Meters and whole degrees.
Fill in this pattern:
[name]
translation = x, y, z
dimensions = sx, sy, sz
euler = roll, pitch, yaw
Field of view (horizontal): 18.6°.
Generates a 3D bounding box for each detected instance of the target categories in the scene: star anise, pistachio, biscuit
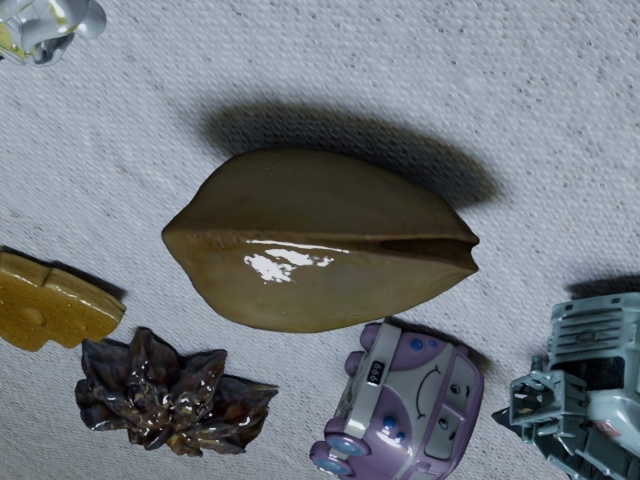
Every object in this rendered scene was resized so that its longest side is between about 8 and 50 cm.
[star anise]
translation = -0.177, 0.197, 2.284
dimensions = 0.236, 0.109, 0.223
euler = -9, 150, 42
[pistachio]
translation = 0.000, 0.000, 1.664
dimensions = 0.260, 0.163, 0.212
euler = -2, -176, 32
[biscuit]
translation = -0.314, 0.063, 2.158
dimensions = 0.238, 0.041, 0.212
euler = 4, 147, 27

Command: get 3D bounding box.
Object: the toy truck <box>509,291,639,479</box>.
[toy truck]
translation = 0.317, 0.173, 1.795
dimensions = 0.338, 0.184, 0.133
euler = 34, 150, -34

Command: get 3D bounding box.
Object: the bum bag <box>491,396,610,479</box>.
[bum bag]
translation = 0.282, 0.199, 1.996
dimensions = 0.137, 0.074, 0.310
euler = -17, 146, 23

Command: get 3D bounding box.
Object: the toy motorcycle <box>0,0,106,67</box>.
[toy motorcycle]
translation = -0.240, -0.192, 1.510
dimensions = 0.151, 0.074, 0.229
euler = 13, 155, 3

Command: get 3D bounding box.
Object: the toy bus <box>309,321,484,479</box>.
[toy bus]
translation = 0.082, 0.182, 2.034
dimensions = 0.142, 0.142, 0.202
euler = 23, 157, -1
